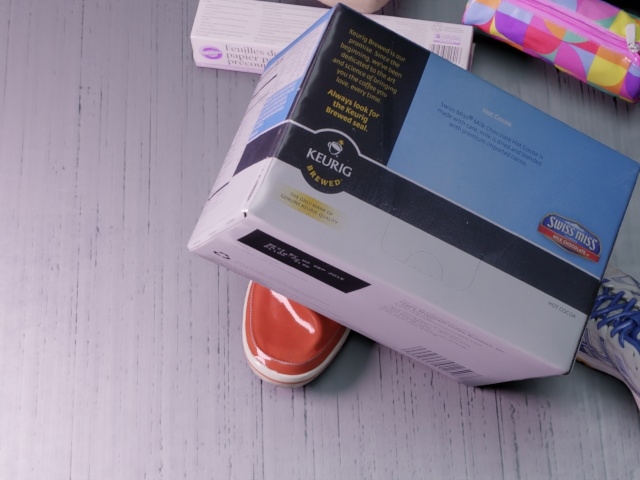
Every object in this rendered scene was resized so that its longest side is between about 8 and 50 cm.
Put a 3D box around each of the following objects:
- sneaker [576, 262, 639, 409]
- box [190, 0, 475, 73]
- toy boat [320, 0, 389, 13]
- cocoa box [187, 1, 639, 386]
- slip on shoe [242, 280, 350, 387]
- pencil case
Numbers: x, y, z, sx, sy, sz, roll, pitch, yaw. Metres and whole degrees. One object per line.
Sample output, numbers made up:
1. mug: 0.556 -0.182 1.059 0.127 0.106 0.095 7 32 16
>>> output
1. sneaker: 0.328 0.094 1.547 0.112 0.131 0.296 -40 67 -13
2. box: 0.015 -0.225 1.759 0.324 0.063 0.067 7 63 7
3. toy boat: 0.078 -0.395 1.772 0.318 0.148 0.268 -11 82 -12
4. cocoa box: 0.087 -0.034 1.485 0.347 0.231 0.228 26 74 -14
5. slip on shoe: 0.000 0.000 1.630 0.123 0.101 0.331 18 68 10
6. pencil case: 0.280 -0.241 1.722 0.236 0.104 0.104 25 68 14
